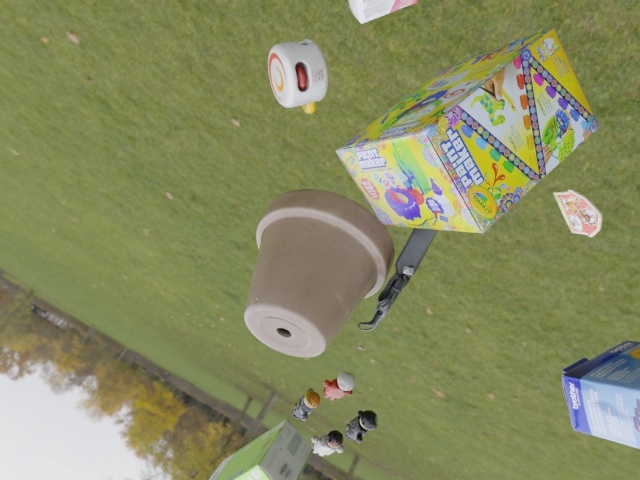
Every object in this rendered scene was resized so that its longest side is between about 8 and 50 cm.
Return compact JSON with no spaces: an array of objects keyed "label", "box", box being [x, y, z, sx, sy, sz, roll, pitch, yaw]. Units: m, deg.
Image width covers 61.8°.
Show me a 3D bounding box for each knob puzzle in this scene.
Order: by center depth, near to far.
[{"label":"knob puzzle","box":[0.905,-0.091,1.873,0.213,0.030,0.213,58,171,14]}]

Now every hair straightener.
[{"label":"hair straightener","box":[0.134,0.061,0.940,0.047,0.230,0.089,34,171,11]}]

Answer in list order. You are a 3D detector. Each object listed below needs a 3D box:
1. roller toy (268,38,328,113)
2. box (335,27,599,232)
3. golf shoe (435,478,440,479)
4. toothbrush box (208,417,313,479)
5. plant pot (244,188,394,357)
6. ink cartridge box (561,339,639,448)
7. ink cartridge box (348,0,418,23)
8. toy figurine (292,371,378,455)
[{"label":"roller toy","box":[-0.064,-0.515,1.655,0.209,0.146,0.191,67,159,16]},{"label":"box","box":[0.227,-0.169,0.894,0.177,0.279,0.290,56,164,-17]},{"label":"golf shoe","box":[0.272,0.644,1.232,0.086,0.176,0.069,12,178,25]},{"label":"toothbrush box","box":[-0.183,0.636,1.431,0.283,0.206,0.122,-38,91,23]},{"label":"plant pot","box":[-0.020,0.077,0.959,0.263,0.229,0.263,15,141,12]},{"label":"ink cartridge box","box":[0.753,0.346,1.207,0.395,0.270,0.151,-10,95,62]},{"label":"ink cartridge box","box":[0.135,-0.652,1.257,0.218,0.158,0.092,71,177,-55]},{"label":"toy figurine","box":[0.044,0.527,1.625,0.213,0.209,0.148,61,140,20]}]
